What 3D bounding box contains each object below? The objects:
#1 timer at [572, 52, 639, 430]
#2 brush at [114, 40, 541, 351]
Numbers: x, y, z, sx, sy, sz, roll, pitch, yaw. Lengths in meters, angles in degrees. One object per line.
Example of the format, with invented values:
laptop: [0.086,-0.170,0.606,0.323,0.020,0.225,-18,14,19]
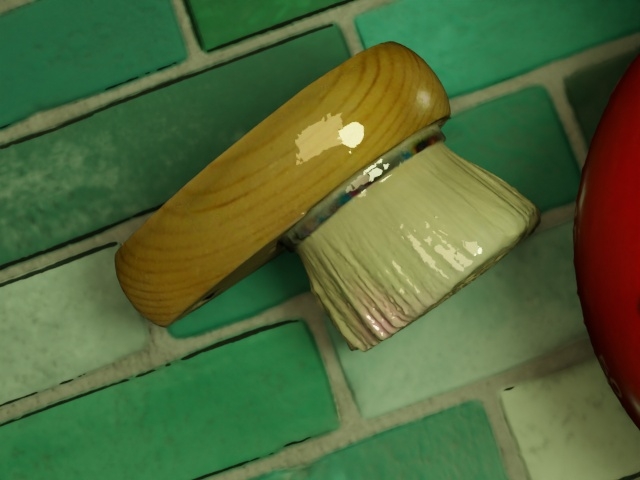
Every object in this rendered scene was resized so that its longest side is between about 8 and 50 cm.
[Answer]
timer: [0.345,0.002,0.993,0.378,0.279,0.377,-1,84,9]
brush: [0.000,0.000,1.108,0.267,0.174,0.166,-35,87,9]
